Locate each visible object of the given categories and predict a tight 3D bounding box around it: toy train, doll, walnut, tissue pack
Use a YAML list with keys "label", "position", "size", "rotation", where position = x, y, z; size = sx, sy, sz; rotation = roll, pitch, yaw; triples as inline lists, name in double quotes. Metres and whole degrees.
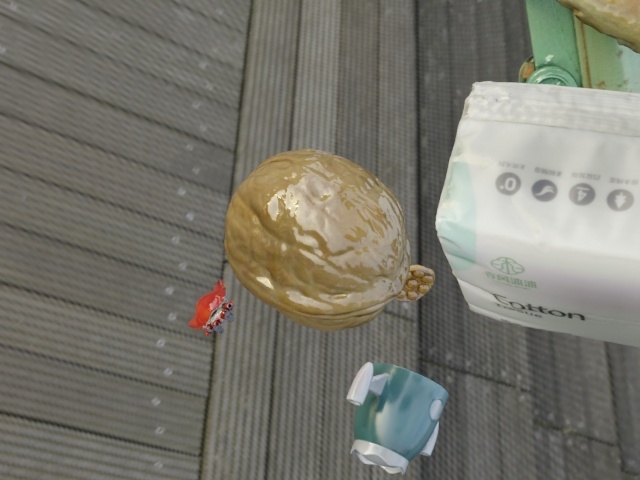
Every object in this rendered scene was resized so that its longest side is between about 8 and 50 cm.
- label: "toy train"
  position: [0.319, -0.272, 1.159]
  size: [0.116, 0.177, 0.286]
  rotation: [-67, 146, -67]
- label: "doll"
  position: [-0.199, 0.131, 1.755]
  size: [0.057, 0.169, 0.109]
  rotation: [35, 87, -14]
- label: "walnut"
  position: [-0.002, 0.001, 1.484]
  size: [0.313, 0.277, 0.252]
  rotation: [34, 25, 27]
- label: "tissue pack"
  position: [0.313, -0.008, 0.909]
  size: [0.356, 0.266, 0.194]
  rotation: [9, 72, 20]

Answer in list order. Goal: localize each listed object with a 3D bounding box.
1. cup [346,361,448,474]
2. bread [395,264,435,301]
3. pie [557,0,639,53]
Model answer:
- label: "cup"
  position: [0.138, 0.341, 1.786]
  size: [0.299, 0.167, 0.173]
  rotation: [43, 62, -43]
- label: "bread"
  position: [0.202, 0.094, 2.094]
  size: [0.110, 0.110, 0.024]
  rotation: [12, 34, -29]
- label: "pie"
  position: [0.365, -0.370, 1.064]
  size: [0.339, 0.083, 0.340]
  rotation: [2, 80, -9]
